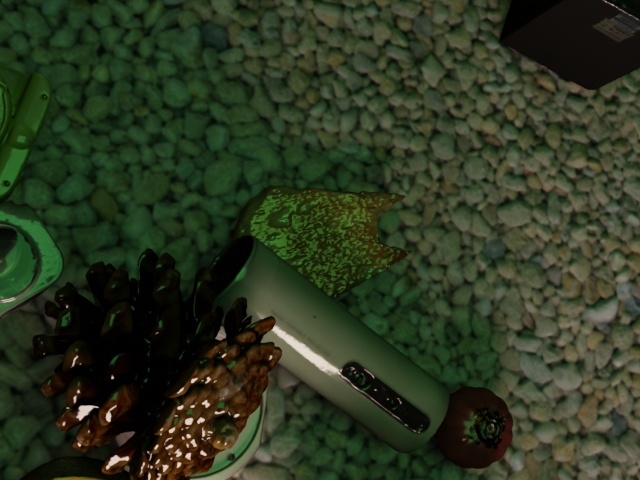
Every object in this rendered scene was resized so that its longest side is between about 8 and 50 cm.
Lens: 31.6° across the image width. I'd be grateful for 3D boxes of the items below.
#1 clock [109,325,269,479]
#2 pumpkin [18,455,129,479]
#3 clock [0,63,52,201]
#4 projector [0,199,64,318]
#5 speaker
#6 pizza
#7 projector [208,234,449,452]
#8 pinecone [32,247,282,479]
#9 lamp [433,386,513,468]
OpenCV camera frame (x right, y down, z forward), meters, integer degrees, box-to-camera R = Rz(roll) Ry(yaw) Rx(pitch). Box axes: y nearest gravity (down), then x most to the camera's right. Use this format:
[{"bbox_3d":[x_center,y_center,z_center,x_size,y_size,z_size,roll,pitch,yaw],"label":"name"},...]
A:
[{"bbox_3d":[-0.161,0.194,1.351,0.197,0.068,0.196,3,82,-21],"label":"clock"},{"bbox_3d":[-0.300,0.395,1.236,0.222,0.139,0.317,14,80,-22],"label":"pumpkin"},{"bbox_3d":[-0.439,-0.150,1.294,0.232,0.069,0.170,23,75,-16],"label":"clock"},{"bbox_3d":[-0.412,0.063,1.204,0.250,0.198,0.108,-32,94,-22],"label":"projector"},{"bbox_3d":[0.405,-0.369,1.552,0.184,0.254,0.232,24,74,-15],"label":"speaker"},{"bbox_3d":[0.000,0.000,1.458,0.262,0.034,0.181,-23,91,-19],"label":"pizza"},{"bbox_3d":[0.007,0.130,1.379,0.337,0.108,0.108,39,71,-21],"label":"projector"},{"bbox_3d":[-0.178,0.125,1.192,0.264,0.264,0.264,3,81,-20],"label":"pinecone"},{"bbox_3d":[0.199,0.243,1.467,0.108,0.092,0.107,3,81,-20],"label":"lamp"}]
